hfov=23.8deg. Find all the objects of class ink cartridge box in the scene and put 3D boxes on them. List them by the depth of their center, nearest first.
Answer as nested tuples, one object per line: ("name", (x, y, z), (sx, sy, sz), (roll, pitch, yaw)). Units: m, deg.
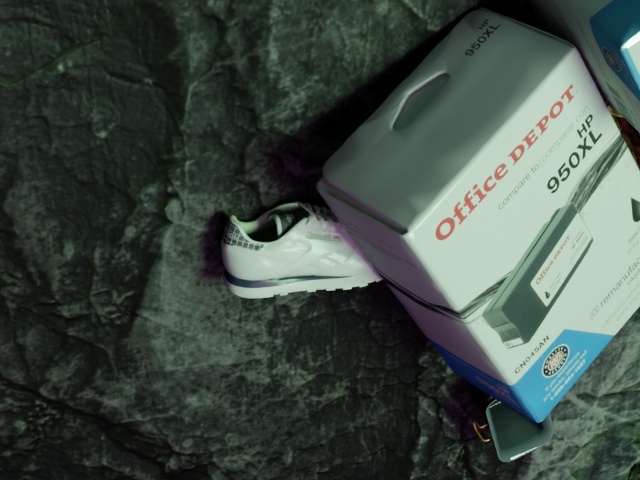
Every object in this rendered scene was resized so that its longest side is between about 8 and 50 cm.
("ink cartridge box", (0.351, -0.258, 1.587), (0.197, 0.270, 0.198), (-36, 134, 2))
("ink cartridge box", (0.215, -0.022, 1.735), (0.285, 0.166, 0.395), (-48, 134, -10))

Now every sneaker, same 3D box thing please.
("sneaker", (0.000, 0.000, 1.753), (0.235, 0.090, 0.094), (-11, 121, -20))

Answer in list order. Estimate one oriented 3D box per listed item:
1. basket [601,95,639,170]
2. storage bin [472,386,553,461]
("basket", (0.438, -0.089, 1.754), (0.213, 0.223, 0.299), (-5, 144, 35))
("storage bin", (0.244, 0.219, 2.042), (0.098, 0.091, 0.135), (-25, 132, -6))
